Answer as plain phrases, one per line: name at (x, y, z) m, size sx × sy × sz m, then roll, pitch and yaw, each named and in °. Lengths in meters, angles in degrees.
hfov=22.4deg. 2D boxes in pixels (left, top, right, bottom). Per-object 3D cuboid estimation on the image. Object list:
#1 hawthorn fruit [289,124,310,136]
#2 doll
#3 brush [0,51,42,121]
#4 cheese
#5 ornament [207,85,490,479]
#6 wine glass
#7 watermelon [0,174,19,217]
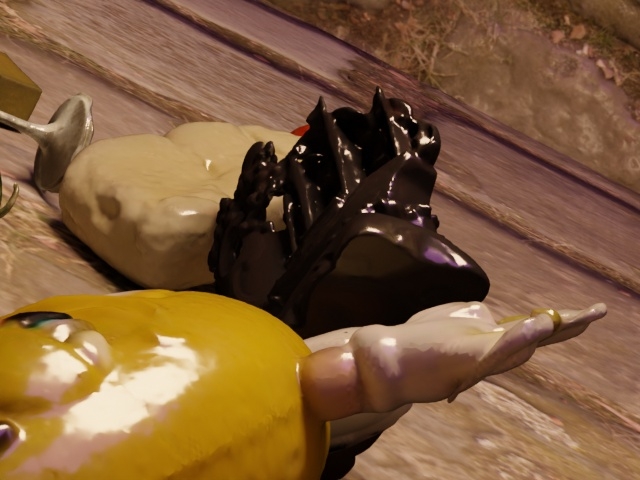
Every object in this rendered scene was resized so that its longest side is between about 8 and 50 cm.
hawthorn fruit at (0.002, -0.043, 1.533) m, size 0.132 × 0.138 × 0.133 m, roll 23°, pitch 12°, yaw -5°
doll at (-0.069, 0.094, 0.768) m, size 0.348 × 0.161 × 0.423 m, roll -18°, pitch 0°, yaw -19°
brush at (-0.358, -0.181, 1.551) m, size 0.103 × 0.047 × 0.233 m, roll 16°, pitch 18°, yaw -37°
cheese at (-0.085, -0.031, 1.354) m, size 0.263 × 0.093 × 0.159 m, roll -13°, pitch 37°, yaw -45°
ornament at (0.000, 0.000, 1.111) m, size 0.106 × 0.251 × 0.260 m, roll 19°, pitch 39°, yaw -24°
wine glass at (-0.285, -0.109, 1.328) m, size 0.183 × 0.122 × 0.122 m, roll 25°, pitch 14°, yaw -32°
watermelon at (-0.266, -0.032, 1.117) m, size 0.109 × 0.109 × 0.109 m, roll 25°, pitch 15°, yaw -7°
